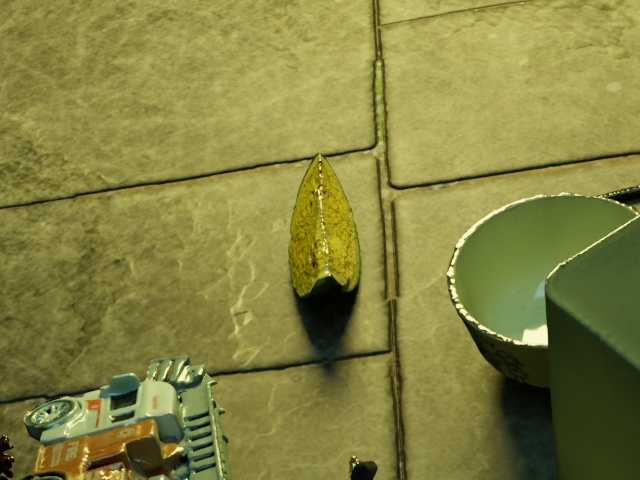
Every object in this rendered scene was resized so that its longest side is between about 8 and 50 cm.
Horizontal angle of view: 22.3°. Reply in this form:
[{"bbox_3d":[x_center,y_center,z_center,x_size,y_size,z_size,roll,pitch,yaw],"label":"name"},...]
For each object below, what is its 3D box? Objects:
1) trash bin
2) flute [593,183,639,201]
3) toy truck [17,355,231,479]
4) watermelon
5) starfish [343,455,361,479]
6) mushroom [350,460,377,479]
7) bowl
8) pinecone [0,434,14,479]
[{"bbox_3d":[0.284,0.173,1.220,0.158,0.343,0.223,-32,44,-16],"label":"trash bin"},{"bbox_3d":[0.346,-0.056,1.715,0.270,0.014,0.014,-15,40,-1],"label":"flute"},{"bbox_3d":[-0.159,0.219,1.404,0.184,0.133,0.338,-17,20,3],"label":"toy truck"},{"bbox_3d":[-0.008,0.005,1.696,0.075,0.092,0.181,-19,47,16],"label":"watermelon"},{"bbox_3d":[-0.022,0.315,1.359,0.302,0.060,0.299,-40,44,-15],"label":"starfish"},{"bbox_3d":[0.107,0.395,1.088,0.397,0.224,0.313,33,78,14],"label":"mushroom"},{"bbox_3d":[0.229,0.063,1.538,0.211,0.112,0.211,-8,40,7],"label":"bowl"},{"bbox_3d":[-0.345,0.220,1.549,0.102,0.102,0.109,25,26,37],"label":"pinecone"}]
